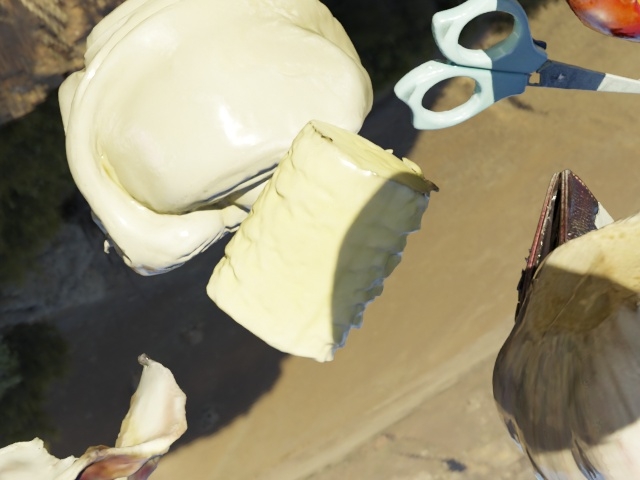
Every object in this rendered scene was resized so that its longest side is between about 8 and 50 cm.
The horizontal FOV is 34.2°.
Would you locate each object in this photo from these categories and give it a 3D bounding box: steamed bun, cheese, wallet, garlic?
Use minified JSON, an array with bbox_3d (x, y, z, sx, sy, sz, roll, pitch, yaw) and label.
[{"bbox_3d":[-0.126,-0.142,1.083,0.342,0.255,0.367,-38,-170,0],"label":"steamed bun"},{"bbox_3d":[0.000,0.000,0.806,0.167,0.123,0.094,-59,-165,17],"label":"cheese"},{"bbox_3d":[0.342,0.068,1.286,0.071,0.221,0.262,-23,-144,41],"label":"wallet"},{"bbox_3d":[0.292,0.116,0.856,0.317,0.259,0.317,-43,-157,24],"label":"garlic"}]

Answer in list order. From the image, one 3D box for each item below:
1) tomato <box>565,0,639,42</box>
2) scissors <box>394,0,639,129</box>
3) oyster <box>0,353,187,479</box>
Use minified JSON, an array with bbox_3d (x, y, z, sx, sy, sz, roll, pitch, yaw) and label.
[{"bbox_3d":[0.274,-0.292,1.006,0.101,0.227,0.228,-14,176,34],"label":"tomato"},{"bbox_3d":[0.260,-0.196,1.213,0.360,0.029,0.191,1,135,-29],"label":"scissors"},{"bbox_3d":[-0.149,0.143,0.410,0.271,0.100,0.275,-47,-176,-27],"label":"oyster"}]
